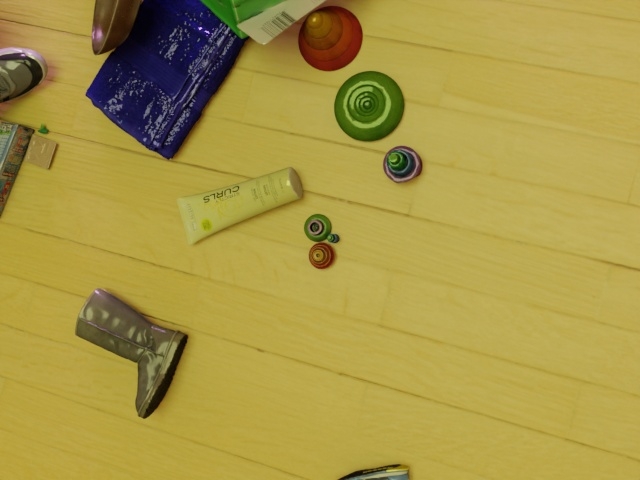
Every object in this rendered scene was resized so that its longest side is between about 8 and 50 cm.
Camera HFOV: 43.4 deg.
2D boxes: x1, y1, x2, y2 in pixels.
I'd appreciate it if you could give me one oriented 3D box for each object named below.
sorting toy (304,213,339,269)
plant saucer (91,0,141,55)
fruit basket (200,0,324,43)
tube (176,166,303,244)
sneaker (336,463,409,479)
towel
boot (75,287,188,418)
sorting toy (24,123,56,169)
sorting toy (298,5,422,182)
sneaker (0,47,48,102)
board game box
[{"bbox_3d":[0.000,0.000,1.436,0.061,0.042,0.101,-13,84,14],"label":"sorting toy"},{"bbox_3d":[-0.357,-0.485,1.460,0.050,0.311,0.310,9,90,-24],"label":"plant saucer"},{"bbox_3d":[-0.071,-0.524,1.416,0.353,0.165,0.327,-39,70,-19],"label":"fruit basket"},{"bbox_3d":[-0.151,-0.068,1.474,0.240,0.062,0.070,-17,43,19],"label":"tube"},{"bbox_3d":[0.087,0.427,1.390,0.144,0.053,0.059,-13,87,15],"label":"sneaker"},{"bbox_3d":[-0.291,-0.336,1.511,0.228,0.076,0.308,36,97,13],"label":"towel"},{"bbox_3d":[-0.372,0.210,1.511,0.209,0.076,0.189,21,79,8],"label":"boot"},{"bbox_3d":[-0.554,-0.190,1.608,0.062,0.012,0.083,21,94,15],"label":"sorting toy"},{"bbox_3d":[0.061,-0.264,1.389,0.127,0.126,0.365,-30,80,12],"label":"sorting toy"},{"bbox_3d":[-0.662,-0.280,1.554,0.269,0.153,0.101,-15,126,9],"label":"sneaker"},{"bbox_3d":[-0.689,-0.147,1.618,0.194,0.060,0.194,9,89,15],"label":"board game box"}]
